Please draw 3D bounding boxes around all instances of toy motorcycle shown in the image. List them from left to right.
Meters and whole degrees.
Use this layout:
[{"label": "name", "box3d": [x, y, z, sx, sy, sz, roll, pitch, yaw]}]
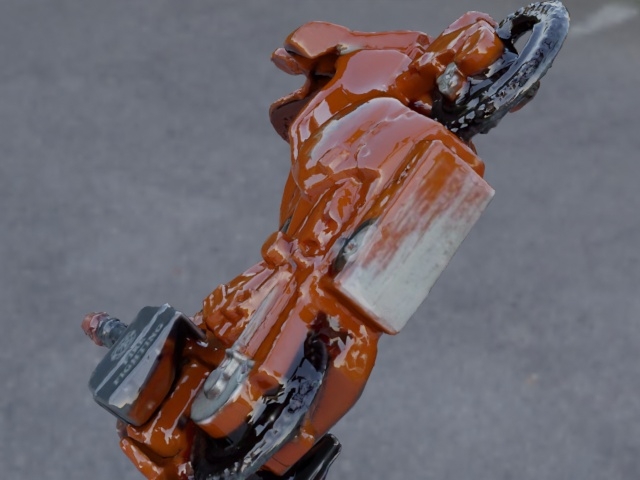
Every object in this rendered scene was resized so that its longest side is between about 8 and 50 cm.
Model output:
[{"label": "toy motorcycle", "box3d": [0.000, 0.000, 0.842, 0.148, 0.325, 0.221, 40, -13, -19]}]
